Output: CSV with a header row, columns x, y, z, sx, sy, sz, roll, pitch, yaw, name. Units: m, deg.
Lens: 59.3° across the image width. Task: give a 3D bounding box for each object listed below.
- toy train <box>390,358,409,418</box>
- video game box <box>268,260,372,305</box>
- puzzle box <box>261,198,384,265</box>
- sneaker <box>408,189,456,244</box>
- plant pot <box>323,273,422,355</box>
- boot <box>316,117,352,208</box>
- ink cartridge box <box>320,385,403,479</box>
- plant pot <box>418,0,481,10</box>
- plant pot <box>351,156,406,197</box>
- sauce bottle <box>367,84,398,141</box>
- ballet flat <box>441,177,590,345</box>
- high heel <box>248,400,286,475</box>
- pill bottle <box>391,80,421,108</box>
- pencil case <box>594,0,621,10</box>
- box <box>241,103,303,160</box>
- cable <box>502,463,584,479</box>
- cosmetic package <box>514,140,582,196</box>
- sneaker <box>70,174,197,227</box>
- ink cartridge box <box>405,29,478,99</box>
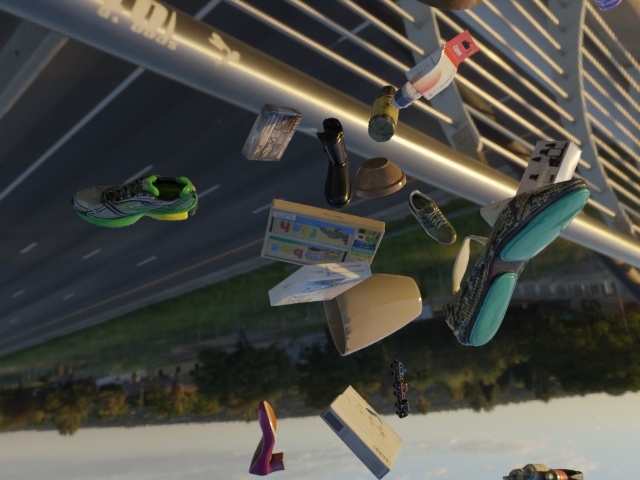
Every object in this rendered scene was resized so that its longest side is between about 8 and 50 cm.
x,y,z,sx,sy,sz,roll,pitch,yaw,name
0.203,0.374,1.419,0.036,0.158,0.027,-10,-170,-12,toy train
-0.005,0.108,1.406,0.187,0.048,0.205,-5,161,-34,video game box
0.000,0.000,2.042,0.409,0.052,0.272,12,137,-5,puzzle box
0.321,-0.073,1.643,0.064,0.192,0.086,-35,148,-7,sneaker
0.170,0.208,1.783,0.274,0.256,0.256,-12,165,-12,plant pot
0.043,-0.256,1.848,0.094,0.246,0.207,-4,149,12,boot
0.144,0.635,1.891,0.060,0.275,0.239,-48,168,13,ink cartridge box
0.304,-0.695,1.251,0.237,0.237,0.254,0,145,-14,plant pot
0.245,-0.287,2.432,0.238,0.237,0.109,-8,120,11,plant pot
0.254,-0.515,2.222,0.112,0.344,0.111,6,131,7,sauce bottle
0.408,0.027,1.298,0.164,0.182,0.482,-1,128,-35,ballet flat
-0.182,0.591,1.672,0.117,0.243,0.082,-11,-159,3,high heel
0.287,-0.487,1.889,0.067,0.067,0.120,1,172,-19,pill bottle
0.731,-0.707,1.516,0.206,0.086,0.088,27,172,-24,pencil case
-0.194,-0.428,2.252,0.183,0.056,0.231,-6,135,-49,box
0.525,0.510,1.224,0.140,0.072,0.287,-20,159,41,cable
0.546,-0.130,1.388,0.060,0.238,0.099,28,173,-32,cosmetic package
-0.526,-0.133,1.596,0.344,0.134,0.146,-8,152,-16,sneaker
0.322,-0.444,1.442,0.179,0.045,0.145,-30,164,23,ink cartridge box
